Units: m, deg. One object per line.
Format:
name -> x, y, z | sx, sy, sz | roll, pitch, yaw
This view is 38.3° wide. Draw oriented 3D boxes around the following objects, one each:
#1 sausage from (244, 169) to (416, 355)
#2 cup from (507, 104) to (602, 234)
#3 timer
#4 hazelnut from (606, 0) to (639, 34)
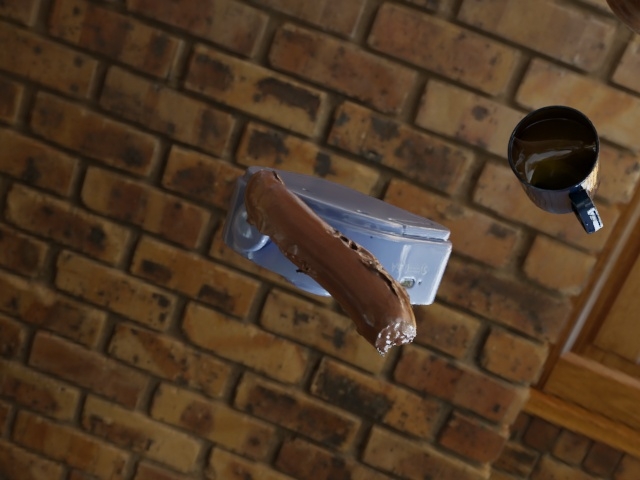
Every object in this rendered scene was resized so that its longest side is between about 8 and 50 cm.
sausage -> 0.001, 0.014, 1.063 | 0.078, 0.078, 0.304 | -6, -139, -49
cup -> 0.315, -0.085, 1.225 | 0.113, 0.150, 0.138 | -1, 167, 19
timer -> 0.000, 0.000, 1.590 | 0.395, 0.173, 0.395 | 17, -170, -3
hazelnut -> 0.513, -0.380, 1.331 | 0.214, 0.214, 0.176 | 40, 171, 40
